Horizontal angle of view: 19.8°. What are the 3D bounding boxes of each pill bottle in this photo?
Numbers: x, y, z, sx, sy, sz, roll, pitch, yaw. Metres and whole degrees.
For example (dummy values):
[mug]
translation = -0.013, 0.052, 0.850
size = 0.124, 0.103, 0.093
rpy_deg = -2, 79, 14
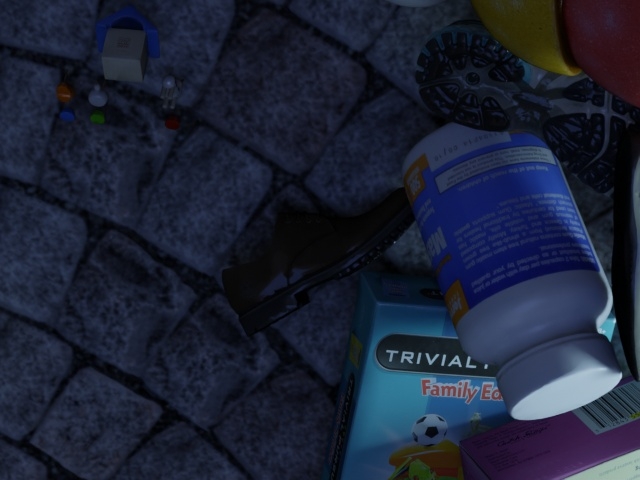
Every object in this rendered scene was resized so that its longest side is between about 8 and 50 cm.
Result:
[pill bottle]
translation = 0.186, 0.025, 1.740
size = 0.152, 0.152, 0.272
rpy_deg = -22, 66, 11

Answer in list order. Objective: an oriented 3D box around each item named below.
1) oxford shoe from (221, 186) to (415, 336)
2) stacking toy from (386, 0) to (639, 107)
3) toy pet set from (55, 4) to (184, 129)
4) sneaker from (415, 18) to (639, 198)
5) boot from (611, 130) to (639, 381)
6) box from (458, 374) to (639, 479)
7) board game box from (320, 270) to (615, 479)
[oxford shoe]
translation = 0.000, 0.000, 1.849
size = 0.227, 0.083, 0.096
rpy_deg = -31, 85, 2
[stacking toy]
translation = 0.240, -0.240, 1.542
size = 0.480, 0.350, 0.350
rpy_deg = 6, 113, 19
[toy pet set]
translation = -0.197, -0.172, 1.811
size = 0.122, 0.065, 0.114
rpy_deg = 5, 147, 3
[sneaker]
translation = 0.231, -0.135, 1.687
size = 0.283, 0.122, 0.110
rpy_deg = 27, 117, 1
[boot]
translation = 0.353, 0.012, 1.633
size = 0.178, 0.085, 0.236
rpy_deg = -4, 111, -2
[box]
translation = 0.272, 0.290, 1.854
size = 0.213, 0.117, 0.243
rpy_deg = -20, 120, -14
[board game box]
translation = 0.140, 0.207, 1.896
size = 0.254, 0.079, 0.336
rpy_deg = 4, 113, -14
